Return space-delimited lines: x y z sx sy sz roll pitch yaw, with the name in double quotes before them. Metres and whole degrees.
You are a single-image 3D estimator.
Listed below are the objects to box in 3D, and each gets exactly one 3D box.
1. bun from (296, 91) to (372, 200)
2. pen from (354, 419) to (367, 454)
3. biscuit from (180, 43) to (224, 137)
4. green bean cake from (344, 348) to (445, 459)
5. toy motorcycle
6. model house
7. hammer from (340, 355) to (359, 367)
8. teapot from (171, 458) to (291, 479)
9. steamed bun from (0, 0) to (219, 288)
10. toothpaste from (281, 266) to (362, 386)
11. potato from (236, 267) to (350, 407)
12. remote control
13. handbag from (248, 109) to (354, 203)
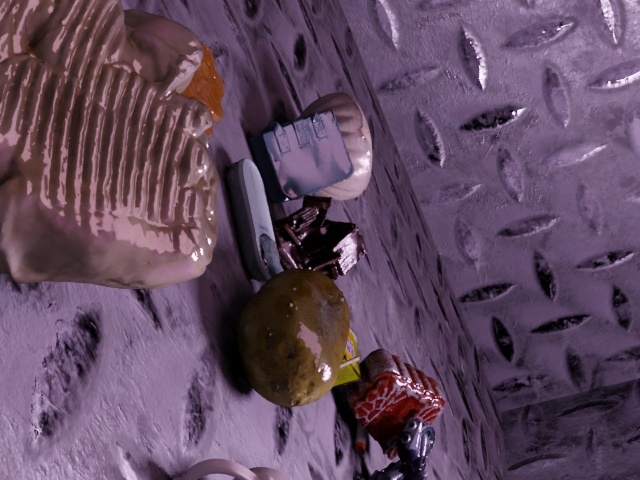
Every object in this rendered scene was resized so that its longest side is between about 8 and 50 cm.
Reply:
"bun" -0.003 -0.215 2.391 0.263 0.175 0.263 172 -90 -68
"pen" 0.098 0.401 2.305 0.239 0.028 0.028 -79 149 -60
"biscuit" -0.238 -0.282 1.815 0.288 0.044 0.202 -73 144 -67
"green bean cake" 0.149 0.362 2.236 0.233 0.198 0.097 38 16 -33
"toy motorcycle" 0.161 0.506 2.166 0.159 0.106 0.270 40 71 -48
"model house" -0.002 0.002 2.129 0.141 0.164 0.203 -97 161 -51
"hammer" 0.011 0.251 2.016 0.195 0.028 0.060 -17 87 -49
"teapot" -0.091 0.413 1.418 0.299 0.166 0.208 58 27 -23
"steamed bun" -0.279 -0.108 1.094 0.352 0.247 0.339 11 70 -33
"toothpaste" -0.008 0.183 2.069 0.327 0.077 0.110 54 22 -51
"potato" -0.044 0.158 1.766 0.210 0.173 0.307 55 24 -10
"remote control" -0.127 -0.037 1.928 0.104 0.052 0.247 25 50 -69
"handbag" -0.041 -0.188 2.197 0.229 0.062 0.179 -27 101 -43
